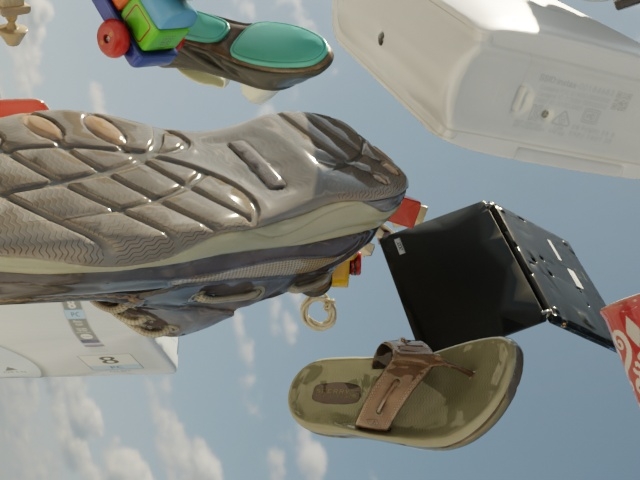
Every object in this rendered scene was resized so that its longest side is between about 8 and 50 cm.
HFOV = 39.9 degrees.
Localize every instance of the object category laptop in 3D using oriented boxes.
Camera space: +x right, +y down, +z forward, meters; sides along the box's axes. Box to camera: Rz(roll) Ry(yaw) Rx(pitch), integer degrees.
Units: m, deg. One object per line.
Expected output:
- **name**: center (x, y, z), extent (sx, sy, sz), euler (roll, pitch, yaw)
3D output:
- **laptop**: center (0.243, 0.073, 1.169), extent (0.136, 0.264, 0.234), euler (-49, -145, 27)

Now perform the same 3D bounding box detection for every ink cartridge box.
- **ink cartridge box**: center (-0.304, 0.025, 0.715), extent (0.385, 0.308, 0.091), euler (78, 11, -67)

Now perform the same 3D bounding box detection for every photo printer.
- **photo printer**: center (0.160, -0.172, 0.804), extent (0.307, 0.256, 0.107), euler (-121, -136, -55)

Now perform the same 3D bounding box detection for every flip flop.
- **flip flop**: center (0.068, 0.140, 0.873), extent (0.277, 0.112, 0.080), euler (-8, -41, 38)

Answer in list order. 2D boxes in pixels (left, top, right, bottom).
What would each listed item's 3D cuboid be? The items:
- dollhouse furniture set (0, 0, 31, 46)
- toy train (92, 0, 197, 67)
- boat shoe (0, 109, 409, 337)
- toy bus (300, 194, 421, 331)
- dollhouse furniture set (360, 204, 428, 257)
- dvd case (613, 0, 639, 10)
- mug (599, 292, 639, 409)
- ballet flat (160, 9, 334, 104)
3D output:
- **dollhouse furniture set**: center (-0.607, -0.292, 1.269), extent (0.355, 0.303, 0.174), euler (36, -48, 36)
- **toy train**: center (-0.214, -0.328, 0.968), extent (0.143, 0.105, 0.248), euler (-37, -101, 38)
- **boat shoe**: center (-0.092, 0.004, 0.555), extent (0.132, 0.355, 0.130), euler (49, -50, 36)
- **toy bus**: center (-0.005, -0.012, 0.918), extent (0.202, 0.191, 0.104), euler (46, 12, -8)
- **dollhouse furniture set**: center (0.133, -0.005, 1.392), extent (0.114, 0.081, 0.091), euler (-8, -127, 52)
- **dvd case**: center (0.600, -0.474, 1.432), extent (0.238, 0.179, 0.029), euler (-12, -44, 34)
- **mug**: center (0.366, 0.128, 0.845), extent (0.113, 0.150, 0.169), euler (116, -38, -70)
- **ballet flat**: center (-0.104, -0.231, 1.105), extent (0.280, 0.095, 0.096), euler (20, -35, 23)
